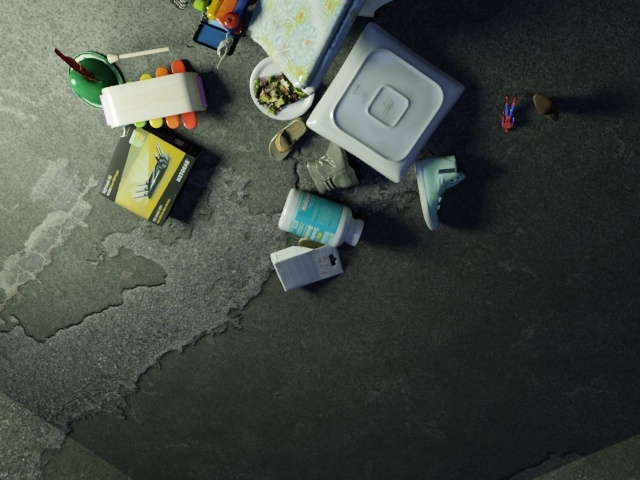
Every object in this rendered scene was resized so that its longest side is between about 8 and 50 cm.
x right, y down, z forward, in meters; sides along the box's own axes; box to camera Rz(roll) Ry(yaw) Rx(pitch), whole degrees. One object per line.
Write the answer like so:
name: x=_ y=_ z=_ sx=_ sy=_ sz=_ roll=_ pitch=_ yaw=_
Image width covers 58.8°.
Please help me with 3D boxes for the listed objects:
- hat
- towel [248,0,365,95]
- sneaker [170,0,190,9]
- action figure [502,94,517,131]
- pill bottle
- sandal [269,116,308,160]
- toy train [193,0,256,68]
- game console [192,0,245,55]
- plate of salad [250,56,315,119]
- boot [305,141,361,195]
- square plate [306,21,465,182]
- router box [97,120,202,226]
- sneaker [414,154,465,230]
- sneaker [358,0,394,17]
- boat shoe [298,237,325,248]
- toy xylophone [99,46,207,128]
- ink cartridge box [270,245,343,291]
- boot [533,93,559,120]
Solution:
hat: x=-0.720 y=-0.463 z=1.701 sx=0.173 sy=0.183 sz=0.208 roll=-31 pitch=113 yaw=23
towel: x=-0.029 y=-0.612 z=1.465 sx=0.090 sy=0.320 sz=0.374 roll=-4 pitch=137 yaw=-43
sneaker: x=-0.337 y=-0.727 z=1.505 sx=0.162 sy=0.281 sz=0.106 roll=-45 pitch=102 yaw=-14
action figure: x=0.559 y=-0.374 z=1.681 sx=0.038 sy=0.030 sz=0.115 roll=4 pitch=127 yaw=11
pill bottle: x=0.005 y=-0.066 z=1.872 sx=0.264 sy=0.146 sz=0.146 roll=19 pitch=122 yaw=-4
sandal: x=-0.106 y=-0.315 z=1.785 sx=0.072 sy=0.049 sz=0.180 roll=38 pitch=128 yaw=-16
toy train: x=-0.286 y=-0.621 z=1.560 sx=0.143 sy=0.105 sz=0.248 roll=30 pitch=99 yaw=-6
game console: x=-0.290 y=-0.607 z=1.622 sx=0.122 sy=0.071 sz=0.107 roll=20 pitch=129 yaw=-6
plate of salad: x=-0.116 y=-0.455 z=1.708 sx=0.200 sy=0.048 sz=0.199 roll=3 pitch=122 yaw=5
boot: x=0.019 y=-0.258 z=1.796 sx=0.161 sy=0.083 sz=0.246 roll=-12 pitch=118 yaw=21
square plate: x=0.191 y=-0.390 z=1.659 sx=0.344 sy=0.049 sz=0.347 roll=30 pitch=105 yaw=-13
router box: x=-0.569 y=-0.228 z=1.885 sx=0.243 sy=0.081 sz=0.309 roll=29 pitch=120 yaw=-9
sneaker: x=0.392 y=-0.150 z=1.802 sx=0.151 sy=0.094 sz=0.255 roll=-10 pitch=121 yaw=10
sneaker: x=0.151 y=-0.723 z=1.476 sx=0.182 sy=0.127 sz=0.315 roll=11 pitch=129 yaw=-4
boat shoe: x=0.000 y=0.002 z=1.980 sx=0.153 sy=0.048 sz=0.056 roll=-9 pitch=111 yaw=5
toy xylophone: x=-0.509 y=-0.450 z=1.705 sx=0.323 sy=0.081 sz=0.236 roll=-3 pitch=100 yaw=-1
ink cartridge box: x=-0.045 y=0.081 z=2.004 sx=0.225 sy=0.056 sz=0.181 roll=-20 pitch=140 yaw=-3
boot: x=0.640 y=-0.389 z=1.626 sx=0.042 sy=0.087 sz=0.118 roll=-38 pitch=114 yaw=25
